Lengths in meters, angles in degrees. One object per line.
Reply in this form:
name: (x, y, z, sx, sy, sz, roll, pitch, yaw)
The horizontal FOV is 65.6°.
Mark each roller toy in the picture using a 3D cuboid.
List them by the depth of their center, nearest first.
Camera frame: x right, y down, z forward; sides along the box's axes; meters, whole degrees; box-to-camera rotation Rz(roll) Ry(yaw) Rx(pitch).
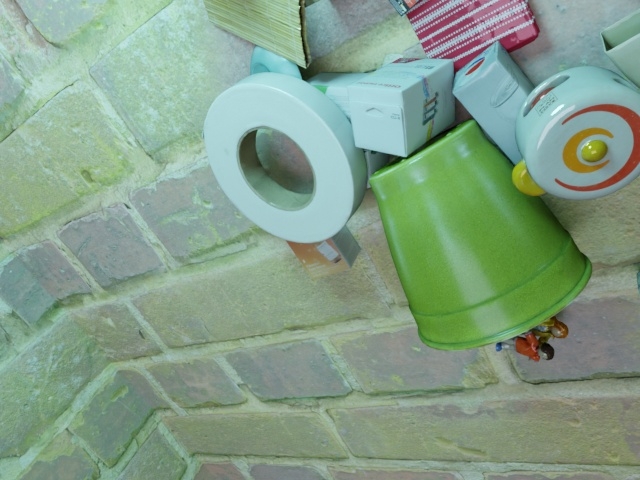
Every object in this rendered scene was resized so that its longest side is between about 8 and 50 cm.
roller toy: (0.420, -0.169, 0.801, 0.209, 0.146, 0.191, -2, 124, 12)

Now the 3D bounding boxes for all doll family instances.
doll family: (0.498, 0.163, 1.176, 0.163, 0.118, 0.263, 4, 123, 46)

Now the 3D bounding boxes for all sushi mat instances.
sushi mat: (-0.139, -0.462, 0.981, 0.316, 0.019, 0.152, 36, 150, 29)

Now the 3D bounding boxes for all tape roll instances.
tape roll: (-0.085, -0.170, 1.097, 0.391, 0.072, 0.392, 21, 136, 22)

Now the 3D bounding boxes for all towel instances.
towel: (0.247, -0.441, 0.890, 0.198, 0.031, 0.275, -18, 113, 37)

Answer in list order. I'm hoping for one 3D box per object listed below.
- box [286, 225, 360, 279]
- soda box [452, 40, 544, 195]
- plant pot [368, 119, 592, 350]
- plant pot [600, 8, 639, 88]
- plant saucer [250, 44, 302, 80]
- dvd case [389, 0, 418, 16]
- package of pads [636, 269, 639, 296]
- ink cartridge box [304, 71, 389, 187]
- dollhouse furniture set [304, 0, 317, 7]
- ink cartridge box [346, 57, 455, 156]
box: (0.000, 0.000, 1.302, 0.130, 0.091, 0.171, -20, 114, 36)
soda box: (0.375, -0.222, 0.927, 0.286, 0.091, 0.098, 42, 132, -18)
plant pot: (0.281, -0.034, 1.000, 0.366, 0.366, 0.353, -24, 99, 37)
plant pot: (0.531, -0.312, 0.797, 0.109, 0.109, 0.096, -28, 113, 38)
plant saucer: (-0.106, -0.337, 1.076, 0.195, 0.037, 0.195, 41, 148, 33)
dvd case: (0.162, -0.475, 0.885, 0.087, 0.013, 0.119, 47, 134, -9)
package of pads: (0.808, 0.052, 0.936, 0.296, 0.101, 0.229, 18, 131, 12)
ink cartridge box: (0.055, -0.239, 1.074, 0.160, 0.092, 0.220, 16, 132, 35)
dollhouse furniture set: (0.000, -0.536, 0.874, 0.129, 0.129, 0.184, -13, 118, 33)
ink cartridge box: (0.157, -0.259, 0.950, 0.128, 0.176, 0.128, 21, 134, 40)
